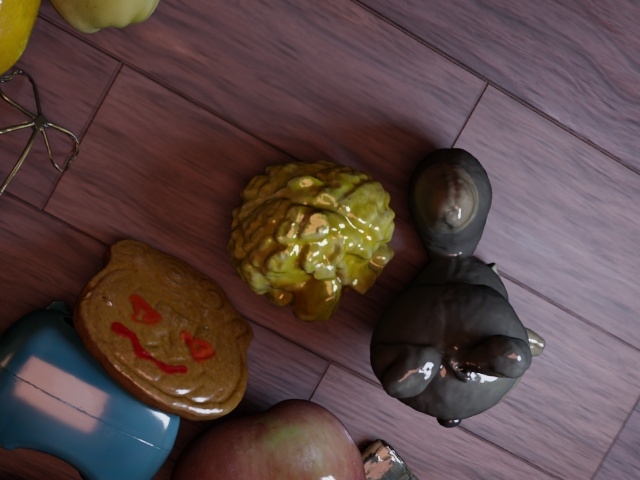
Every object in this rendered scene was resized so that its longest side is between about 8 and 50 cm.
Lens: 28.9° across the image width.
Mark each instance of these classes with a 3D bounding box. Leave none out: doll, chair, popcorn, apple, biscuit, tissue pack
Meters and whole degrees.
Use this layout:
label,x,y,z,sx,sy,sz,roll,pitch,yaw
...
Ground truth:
label,x,y,z,sx,sy,sz,roll,pitch,yaw
doll,0.166,0.077,1.785,0.252,0.382,0.378,-20,96,8
chair,-0.506,-0.078,1.734,0.160,0.170,0.325,53,44,-14
popcorn,0.000,0.000,1.817,0.251,0.206,0.237,38,73,-32
apple,-0.084,0.368,1.821,0.306,0.306,0.235,-17,78,-8
biscuit,-0.215,0.127,1.778,0.273,0.257,0.049,36,129,-14
tissue pack,-0.341,0.224,1.781,0.287,0.198,0.206,29,91,-14
apple,-0.298,-0.384,1.700,0.200,0.200,0.200,-2,100,-11

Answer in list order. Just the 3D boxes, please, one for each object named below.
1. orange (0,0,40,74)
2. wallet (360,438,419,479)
label,x,y,z,sx,sy,sz,roll,pitch,yaw
orange,-0.493,-0.335,1.625,0.235,0.279,0.279,-46,106,-25
wallet,0.026,0.469,1.976,0.317,0.044,0.169,-40,106,-2
